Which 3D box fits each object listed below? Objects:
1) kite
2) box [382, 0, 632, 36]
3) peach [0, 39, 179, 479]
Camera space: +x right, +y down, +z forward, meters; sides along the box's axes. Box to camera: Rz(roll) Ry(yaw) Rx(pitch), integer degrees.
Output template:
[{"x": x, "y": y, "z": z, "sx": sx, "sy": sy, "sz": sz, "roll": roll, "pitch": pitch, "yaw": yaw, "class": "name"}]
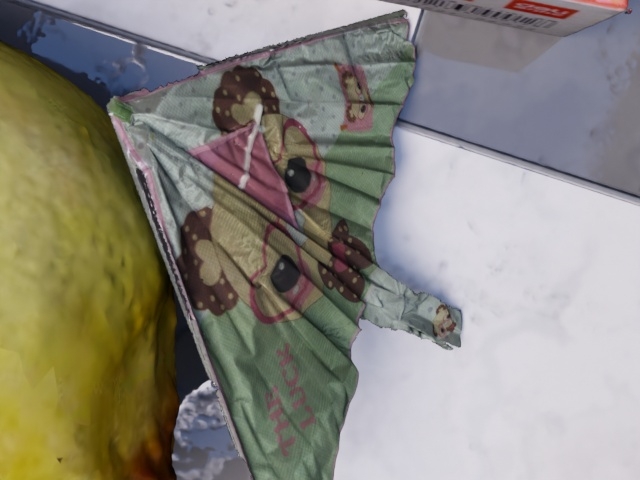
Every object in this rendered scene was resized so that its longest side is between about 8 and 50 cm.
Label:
[{"x": 0.000, "y": 0.000, "z": 0.477, "sx": 0.013, "sy": 0.267, "sz": 0.323, "roll": -6, "pitch": 60, "yaw": 38, "class": "kite"}, {"x": 0.034, "y": -0.152, "z": 0.505, "sx": 0.229, "sy": 0.123, "sz": 0.050, "roll": 11, "pitch": 95, "yaw": 0, "class": "box"}, {"x": -0.223, "y": 0.023, "z": 0.431, "sx": 0.315, "sy": 0.282, "sz": 0.314, "roll": 2, "pitch": 133, "yaw": 22, "class": "peach"}]
